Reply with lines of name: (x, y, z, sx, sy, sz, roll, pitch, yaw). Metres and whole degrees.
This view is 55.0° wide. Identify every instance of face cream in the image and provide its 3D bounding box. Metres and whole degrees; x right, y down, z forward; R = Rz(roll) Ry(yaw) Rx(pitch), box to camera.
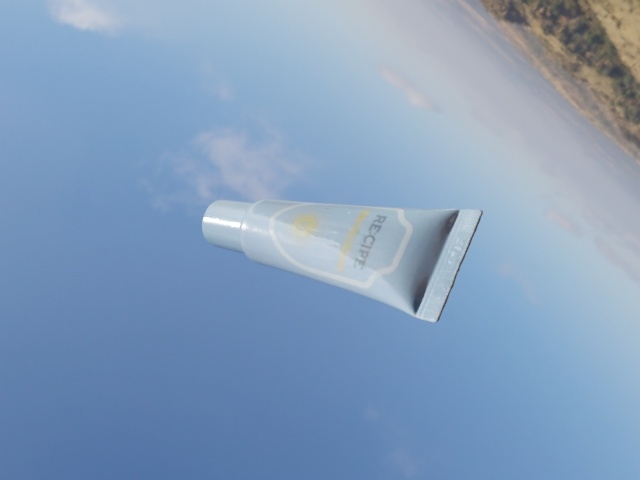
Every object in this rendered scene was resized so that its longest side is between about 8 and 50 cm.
face cream: (0.000, 0.000, 0.754, 0.385, 0.136, 0.086, 10, 154, 40)
